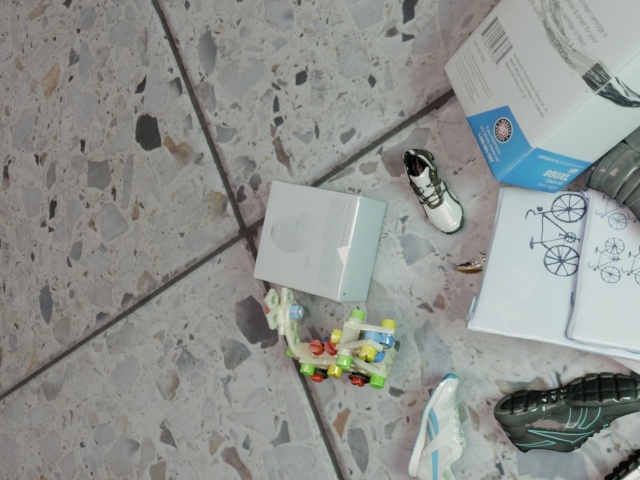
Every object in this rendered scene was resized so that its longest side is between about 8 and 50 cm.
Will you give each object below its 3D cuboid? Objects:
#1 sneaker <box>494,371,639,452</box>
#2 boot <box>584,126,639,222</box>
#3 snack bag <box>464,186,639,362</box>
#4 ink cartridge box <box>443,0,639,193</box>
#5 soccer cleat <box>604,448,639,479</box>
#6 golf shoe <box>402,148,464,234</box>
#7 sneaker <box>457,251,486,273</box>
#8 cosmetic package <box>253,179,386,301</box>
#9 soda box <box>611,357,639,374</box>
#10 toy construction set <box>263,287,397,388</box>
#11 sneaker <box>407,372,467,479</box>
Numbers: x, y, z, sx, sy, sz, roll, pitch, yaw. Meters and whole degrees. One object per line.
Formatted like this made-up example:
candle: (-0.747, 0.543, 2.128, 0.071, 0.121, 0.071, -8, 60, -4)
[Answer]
sneaker: (0.452, 0.309, 1.112, 0.268, 0.101, 0.106, -19, 99, 28)
boot: (0.621, -0.149, 1.003, 0.338, 0.118, 0.222, -34, 54, 3)
snack bag: (0.442, 0.034, 1.055, 0.343, 0.037, 0.323, 8, 61, 25)
ink cartridge box: (0.420, -0.310, 1.012, 0.395, 0.166, 0.285, -47, 46, 42)
soccer cleat: (0.482, 0.493, 1.062, 0.116, 0.109, 0.318, 47, 107, 21)
golf shoe: (0.219, -0.099, 1.268, 0.077, 0.094, 0.198, -35, 71, 23)
sneaker: (0.312, 0.043, 1.241, 0.083, 0.032, 0.036, -11, 67, 25)
cosmetic package: (0.000, 0.000, 1.364, 0.225, 0.138, 0.223, 14, 93, 32)
soda box: (0.475, 0.131, 1.093, 0.286, 0.098, 0.091, 32, 101, 29)
toy construction set: (0.019, 0.212, 1.294, 0.328, 0.215, 0.151, 15, 68, 37)
sneaker: (0.244, 0.371, 1.228, 0.092, 0.087, 0.228, 16, 102, 24)
